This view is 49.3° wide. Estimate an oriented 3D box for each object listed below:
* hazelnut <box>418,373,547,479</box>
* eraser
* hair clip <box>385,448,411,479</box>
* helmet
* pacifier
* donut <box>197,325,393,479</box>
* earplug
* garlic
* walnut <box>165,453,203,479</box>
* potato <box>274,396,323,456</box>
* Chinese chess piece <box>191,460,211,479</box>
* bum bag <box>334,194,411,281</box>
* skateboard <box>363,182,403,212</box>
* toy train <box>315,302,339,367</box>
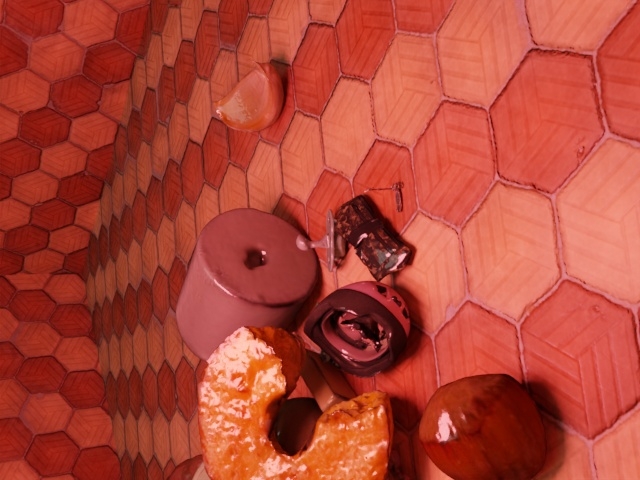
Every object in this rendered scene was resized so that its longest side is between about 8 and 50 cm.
[{"bbox_3d":[0.262,0.323,1.156,0.210,0.186,0.210,-22,60,43],"label":"hazelnut"},{"bbox_3d":[0.016,0.336,1.624,0.058,0.117,0.172,-49,43,9],"label":"eraser"},{"bbox_3d":[0.120,0.556,1.513,0.146,0.075,0.257,57,130,39],"label":"hair clip"},{"bbox_3d":[0.091,0.172,1.470,0.198,0.154,0.253,43,157,-4],"label":"helmet"},{"bbox_3d":[0.000,0.000,1.657,0.127,0.117,0.150,-105,14,-76],"label":"pacifier"},{"bbox_3d":[-0.061,0.403,1.466,0.435,0.163,0.377,34,96,18],"label":"donut"},{"bbox_3d":[-0.212,0.159,1.830,0.394,0.313,0.312,-62,41,42],"label":"earplug"},{"bbox_3d":[-0.180,-0.392,1.903,0.245,0.164,0.145,-41,39,46],"label":"garlic"},{"bbox_3d":[-0.381,0.810,2.202,0.273,0.227,0.273,-8,81,64],"label":"walnut"},{"bbox_3d":[-0.077,0.511,1.690,0.326,0.221,0.243,-28,74,41],"label":"potato"},{"bbox_3d":[-0.251,0.731,1.998,0.273,0.102,0.273,-7,75,29],"label":"Chinese chess piece"},{"bbox_3d":[0.107,-0.005,1.516,0.102,0.069,0.248,-43,43,6],"label":"bum bag"},{"bbox_3d":[0.134,-0.090,1.456,0.032,0.083,0.063,-11,82,58],"label":"skateboard"},{"bbox_3d":[0.036,0.213,1.648,0.111,0.071,0.170,-51,47,35],"label":"toy train"}]
